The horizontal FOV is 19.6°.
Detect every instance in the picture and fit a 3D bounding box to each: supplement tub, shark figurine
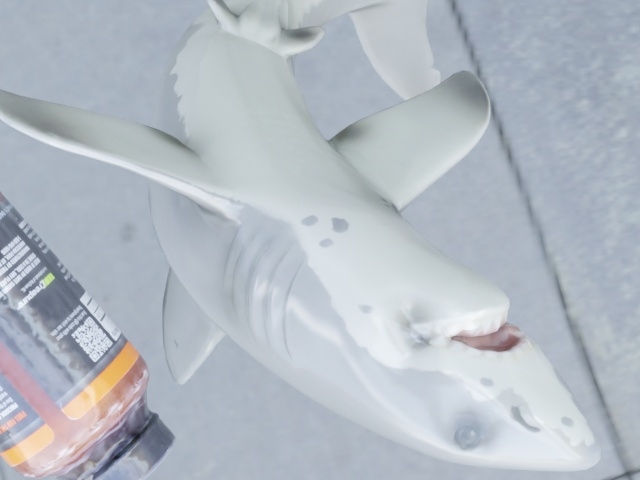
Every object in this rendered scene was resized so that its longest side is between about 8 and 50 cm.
[{"bbox_3d":[-0.176,0.069,1.110,0.106,0.106,0.198,-34,100,34],"label":"supplement tub"},{"bbox_3d":[-0.016,-0.016,0.561,0.166,0.278,0.116,14,121,-7],"label":"shark figurine"}]
